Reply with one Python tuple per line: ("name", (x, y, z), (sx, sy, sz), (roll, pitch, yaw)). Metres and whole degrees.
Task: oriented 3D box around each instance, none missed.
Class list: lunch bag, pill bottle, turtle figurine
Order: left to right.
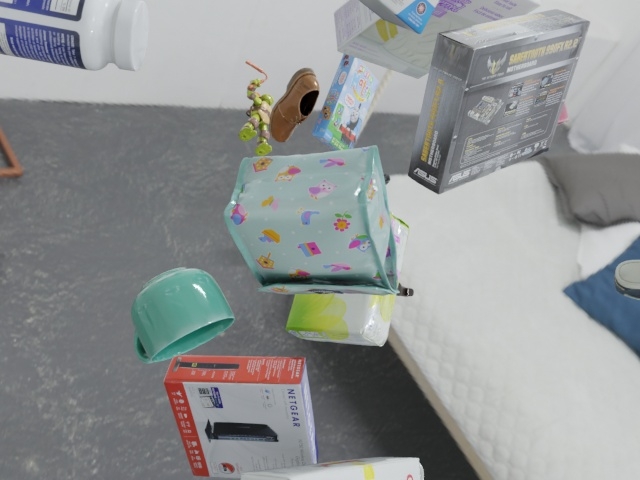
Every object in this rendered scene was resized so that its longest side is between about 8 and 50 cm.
("pill bottle", (-0.451, -0.387, 1.236), (0.264, 0.153, 0.153), (11, 41, -3))
("turtle figurine", (-0.179, -0.367, 2.016), (0.269, 0.087, 0.217), (58, 33, -43))
("lunch bag", (0.000, 0.000, 1.080), (0.223, 0.262, 0.160), (-2, 45, 15))

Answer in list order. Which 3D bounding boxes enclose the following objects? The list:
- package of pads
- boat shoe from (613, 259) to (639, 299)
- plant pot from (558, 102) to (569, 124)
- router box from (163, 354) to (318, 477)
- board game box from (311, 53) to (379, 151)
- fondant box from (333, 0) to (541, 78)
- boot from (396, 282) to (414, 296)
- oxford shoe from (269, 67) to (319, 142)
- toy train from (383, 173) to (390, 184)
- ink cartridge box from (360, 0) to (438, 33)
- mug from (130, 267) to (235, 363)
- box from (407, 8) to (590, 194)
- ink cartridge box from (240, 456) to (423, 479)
("package of pads", (0.066, 0.082, 1.545), (0.101, 0.229, 0.296), (34, 63, -44))
("boat shoe", (0.760, 0.100, 1.474), (0.254, 0.079, 0.095), (1, 57, 22))
("plant pot", (0.300, -0.258, 1.187), (0.201, 0.201, 0.180), (-20, 92, -44))
("router box", (-0.170, 0.407, 1.581), (0.301, 0.335, 0.082), (-1, 36, 9))
("board game box", (0.064, -0.323, 1.681), (0.039, 0.211, 0.160), (19, -3, 28))
("fondant box", (0.219, -0.453, 1.362), (0.238, 0.330, 0.096), (7, 70, -37))
("boot", (0.183, 0.137, 1.917), (0.106, 0.114, 0.037), (23, 73, -39))
("oxford shoe", (-0.061, -0.295, 1.610), (0.076, 0.212, 0.076), (-7, 57, -31))
("toy train", (0.186, -0.177, 2.441), (0.158, 0.036, 0.027), (-40, 40, -16))
("ink cartridge box", (0.134, -0.434, 1.023), (0.086, 0.203, 0.148), (36, 12, 38))
("mug", (-0.211, 0.104, 0.976), (0.158, 0.129, 0.097), (-28, 78, -2))
("box", (0.217, -0.173, 0.848), (0.231, 0.183, 0.056), (-23, 44, -34))
("ink cartridge box", (0.036, 0.596, 1.402), (0.384, 0.160, 0.279), (10, 72, -42))
